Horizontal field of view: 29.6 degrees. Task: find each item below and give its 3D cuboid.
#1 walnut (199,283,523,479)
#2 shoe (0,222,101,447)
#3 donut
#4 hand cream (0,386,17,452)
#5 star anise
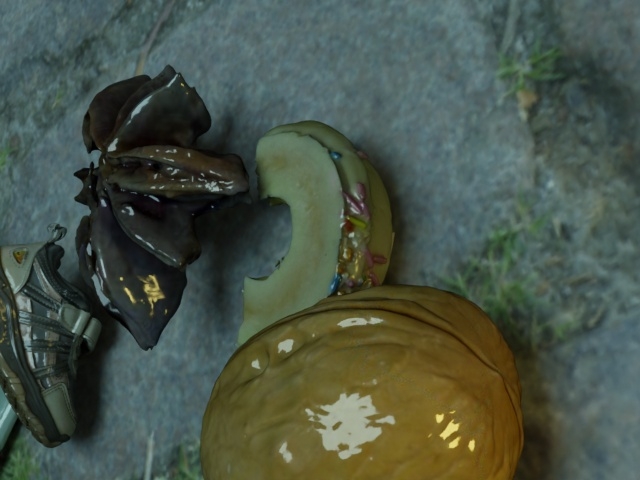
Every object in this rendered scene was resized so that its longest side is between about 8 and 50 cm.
[{"bbox_3d":[0.021,0.109,0.693,0.197,0.165,0.165,-18,68,37],"label":"walnut"},{"bbox_3d":[-0.225,0.073,0.984,0.180,0.092,0.089,68,160,2],"label":"shoe"},{"bbox_3d":[0.003,0.003,0.800,0.108,0.065,0.166,0,78,46],"label":"donut"},{"bbox_3d":[-0.332,0.202,1.079,0.109,0.067,0.321,30,97,44],"label":"hand cream"},{"bbox_3d":[-0.123,-0.032,0.885,0.236,0.093,0.229,-22,63,57],"label":"star anise"}]
